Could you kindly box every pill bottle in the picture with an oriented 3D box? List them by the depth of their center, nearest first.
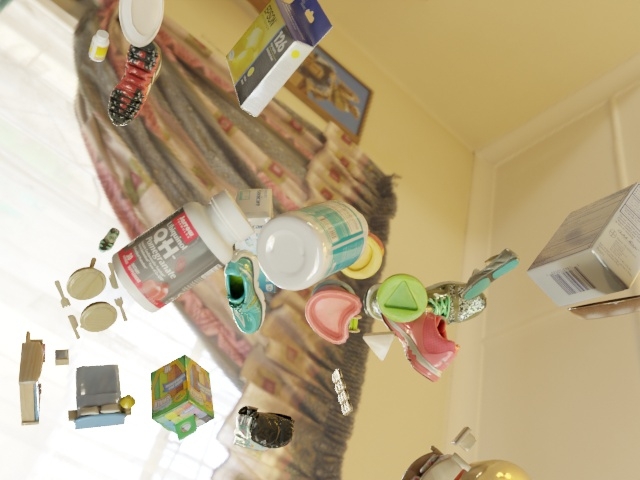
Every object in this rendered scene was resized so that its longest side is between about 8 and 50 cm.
[{"bbox_3d":[0.000,0.000,1.267,0.146,0.146,0.264,-41,170,29],"label":"pill bottle"},{"bbox_3d":[-0.324,0.018,1.543,0.319,0.176,0.176,-35,-158,-2],"label":"pill bottle"},{"bbox_3d":[-0.590,-0.522,1.707,0.083,0.043,0.043,-46,-160,48],"label":"pill bottle"}]

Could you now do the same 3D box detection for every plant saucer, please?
[{"bbox_3d":[0.703,0.163,1.542,0.199,0.199,0.036,-21,-102,54],"label":"plant saucer"}]

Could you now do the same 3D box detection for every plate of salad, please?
[{"bbox_3d":[-0.469,-0.607,1.659,0.200,0.048,0.199,16,90,-75],"label":"plate of salad"}]

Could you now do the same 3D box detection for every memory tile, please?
[{"bbox_3d":[0.072,0.510,2.146,0.113,0.012,0.147,115,-39,-64],"label":"memory tile"}]

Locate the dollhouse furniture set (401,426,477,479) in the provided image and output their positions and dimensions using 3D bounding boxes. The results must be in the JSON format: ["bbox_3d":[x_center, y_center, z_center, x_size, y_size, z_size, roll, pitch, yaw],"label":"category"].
[{"bbox_3d":[0.157,0.455,1.245,0.355,0.174,0.303,-45,167,-13],"label":"dollhouse furniture set"}]

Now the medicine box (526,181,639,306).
[{"bbox_3d":[0.764,0.016,1.762,0.289,0.149,0.263,-45,-177,-25],"label":"medicine box"}]

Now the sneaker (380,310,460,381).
[{"bbox_3d":[0.275,0.237,1.722,0.136,0.116,0.313,-45,-142,11],"label":"sneaker"}]

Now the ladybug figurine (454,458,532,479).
[{"bbox_3d":[0.399,0.685,1.557,0.162,0.449,0.305,0,-121,44],"label":"ladybug figurine"}]

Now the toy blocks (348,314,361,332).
[{"bbox_3d":[0.098,0.253,2.273,0.054,0.123,0.148,14,-80,48],"label":"toy blocks"}]

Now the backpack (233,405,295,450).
[{"bbox_3d":[-0.178,0.542,1.829,0.182,0.152,0.115,-16,-125,54],"label":"backpack"}]

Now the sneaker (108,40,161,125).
[{"bbox_3d":[-0.539,-0.467,1.883,0.276,0.098,0.135,-62,-173,18],"label":"sneaker"}]

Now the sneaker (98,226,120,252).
[{"bbox_3d":[-0.591,0.015,1.759,0.069,0.038,0.098,-45,-166,36],"label":"sneaker"}]

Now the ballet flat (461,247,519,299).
[{"bbox_3d":[0.506,0.100,1.946,0.213,0.072,0.068,-36,-130,1],"label":"ballet flat"}]

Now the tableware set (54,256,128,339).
[{"bbox_3d":[-0.527,0.132,1.467,0.128,0.194,0.039,-20,-137,-21],"label":"tableware set"}]

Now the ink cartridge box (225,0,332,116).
[{"bbox_3d":[-0.123,-0.525,1.703,0.307,0.072,0.303,-47,-144,22],"label":"ink cartridge box"}]

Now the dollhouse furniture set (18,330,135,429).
[{"bbox_3d":[-0.694,0.368,1.842,0.286,0.304,0.198,-111,-149,-45],"label":"dollhouse furniture set"}]

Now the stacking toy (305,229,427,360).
[{"bbox_3d":[0.128,0.144,1.732,0.308,0.280,0.130,-58,180,19],"label":"stacking toy"}]

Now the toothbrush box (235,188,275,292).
[{"bbox_3d":[-0.219,0.000,2.166,0.216,0.126,0.295,-94,-176,-59],"label":"toothbrush box"}]

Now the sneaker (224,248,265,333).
[{"bbox_3d":[-0.222,0.155,1.754,0.107,0.275,0.110,4,-144,15],"label":"sneaker"}]

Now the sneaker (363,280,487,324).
[{"bbox_3d":[0.354,0.227,2.107,0.182,0.411,0.157,-100,-172,-80],"label":"sneaker"}]

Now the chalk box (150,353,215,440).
[{"bbox_3d":[-0.395,0.462,1.826,0.132,0.132,0.213,-30,-138,10],"label":"chalk box"}]
